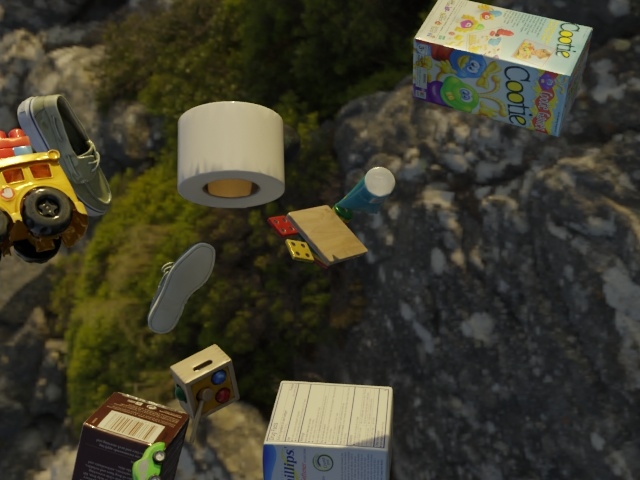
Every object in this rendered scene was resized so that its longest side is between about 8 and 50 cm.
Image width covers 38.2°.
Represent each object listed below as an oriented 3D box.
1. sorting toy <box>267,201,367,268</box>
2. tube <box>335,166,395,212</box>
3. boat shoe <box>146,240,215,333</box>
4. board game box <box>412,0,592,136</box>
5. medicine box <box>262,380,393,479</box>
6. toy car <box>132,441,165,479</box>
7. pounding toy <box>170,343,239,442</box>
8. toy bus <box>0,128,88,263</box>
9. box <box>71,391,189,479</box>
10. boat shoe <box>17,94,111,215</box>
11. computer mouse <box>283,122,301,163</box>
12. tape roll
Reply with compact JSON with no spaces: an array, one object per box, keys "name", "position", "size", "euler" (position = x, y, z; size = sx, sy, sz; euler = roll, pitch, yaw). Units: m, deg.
[{"name":"sorting toy","position":[0.000,0.000,1.812],"size":[0.132,0.274,0.046],"euler":[48,122,19]},{"name":"tube","position":[0.084,-0.078,1.649],"size":[0.207,0.080,0.052],"euler":[129,157,-75]},{"name":"boat shoe","position":[-0.325,0.099,2.148],"size":[0.254,0.095,0.079],"euler":[-62,27,20]},{"name":"board game box","position":[0.317,-0.312,1.640],"size":[0.275,0.144,0.142],"euler":[18,144,19]},{"name":"medicine box","position":[0.025,0.472,2.207],"size":[0.263,0.289,0.149],"euler":[-74,-16,-65]},{"name":"toy car","position":[-0.311,0.458,1.597],"size":[0.239,0.053,0.225],"euler":[123,156,-62]},{"name":"pounding toy","position":[-0.244,0.318,1.926],"size":[0.100,0.141,0.130],"euler":[34,141,46]},{"name":"toy bus","position":[-0.509,-0.071,1.477],"size":[0.149,0.220,0.211],"euler":[-43,66,56]},{"name":"box","position":[-0.374,0.434,1.800],"size":[0.167,0.168,0.203],"euler":[-57,-17,-75]},{"name":"boat shoe","position":[-0.510,-0.170,1.917],"size":[0.094,0.302,0.109],"euler":[-9,43,23]},{"name":"computer mouse","position":[-0.177,-0.243,2.468],"size":[0.072,0.272,0.188],"euler":[168,88,-76]},{"name":"tape roll","position":[-0.205,-0.192,2.116],"size":[0.246,0.246,0.169],"euler":[-24,63,51]}]
